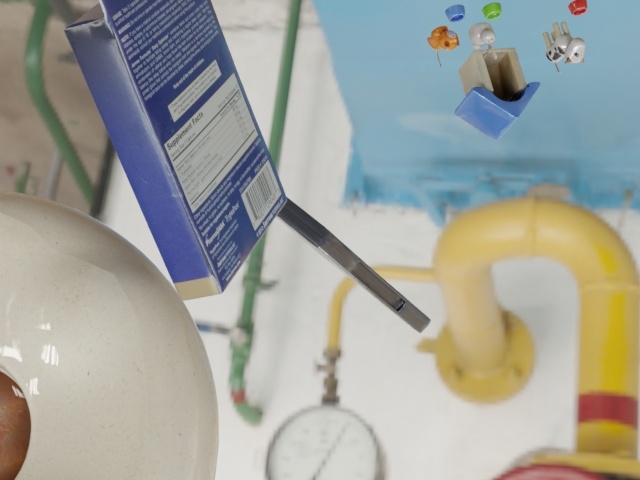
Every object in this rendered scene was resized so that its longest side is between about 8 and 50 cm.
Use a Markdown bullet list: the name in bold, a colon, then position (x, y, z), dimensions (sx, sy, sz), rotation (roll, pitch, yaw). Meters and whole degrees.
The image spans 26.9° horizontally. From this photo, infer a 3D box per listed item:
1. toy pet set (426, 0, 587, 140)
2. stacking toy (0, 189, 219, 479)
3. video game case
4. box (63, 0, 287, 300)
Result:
- **toy pet set**: position (0.143, -0.130, 1.046), dimensions (0.122, 0.065, 0.114), rotation (-7, 160, -20)
- **stacking toy**: position (-0.231, 0.203, 1.035), dimensions (0.351, 0.350, 0.480), rotation (5, 158, 5)
- **video game case**: position (0.000, 0.000, 1.474), dimensions (0.196, 0.026, 0.274), rotation (38, 180, 34)
- **box**: position (-0.092, -0.092, 0.853), dimensions (0.037, 0.136, 0.225), rotation (-9, 114, 23)
